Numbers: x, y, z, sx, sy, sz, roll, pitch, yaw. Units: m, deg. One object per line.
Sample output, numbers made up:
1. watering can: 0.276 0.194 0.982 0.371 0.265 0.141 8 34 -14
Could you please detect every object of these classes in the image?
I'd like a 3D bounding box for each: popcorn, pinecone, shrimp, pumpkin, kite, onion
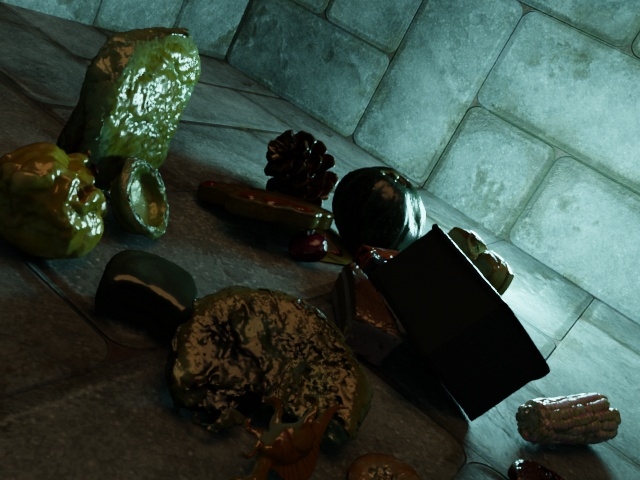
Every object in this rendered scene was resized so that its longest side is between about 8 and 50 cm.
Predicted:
1. popcorn: -0.486 -0.063 1.175 0.190 0.191 0.254 49 15 14
2. pinecone: -0.067 -0.228 2.055 0.244 0.244 0.309 36 -19 21
3. shrimp: 0.111 0.406 1.013 0.133 0.051 0.187 -5 28 -27
4. pumpkin: 0.150 -0.085 1.971 0.293 0.263 0.197 46 24 29
5. kite: -0.001 0.002 1.931 0.378 0.013 0.327 28 20 -4
6. onion: -0.033 0.014 1.734 0.107 0.097 0.107 -2 20 1

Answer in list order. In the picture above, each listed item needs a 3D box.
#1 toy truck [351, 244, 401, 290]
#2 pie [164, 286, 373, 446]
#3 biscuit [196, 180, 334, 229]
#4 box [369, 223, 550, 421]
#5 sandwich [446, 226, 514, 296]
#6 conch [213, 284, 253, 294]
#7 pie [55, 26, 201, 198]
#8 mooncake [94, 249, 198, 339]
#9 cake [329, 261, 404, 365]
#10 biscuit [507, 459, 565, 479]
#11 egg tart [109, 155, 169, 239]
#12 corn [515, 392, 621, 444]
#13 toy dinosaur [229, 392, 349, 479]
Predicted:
1. toy truck: 0.171 0.080 1.822 0.253 0.107 0.114 10 25 -45
2. pie: -0.077 0.208 1.097 0.372 0.078 0.296 16 42 -23
3. biscuit: -0.148 -0.101 1.789 0.382 0.074 0.359 15 5 -10
4. box: 0.299 0.174 1.460 0.251 0.205 0.345 52 5 -31
5. sandwich: 0.399 0.109 1.840 0.095 0.248 0.273 20 21 -28
6. conch: -0.143 0.147 1.241 0.153 0.102 0.135 4 45 -51
7. pie: -0.440 -0.299 1.476 0.181 0.417 0.395 30 18 6
8. mooncake: -0.303 0.099 1.132 0.175 0.104 0.168 37 18 19
9. cake: 0.076 0.155 1.482 0.113 0.115 0.295 20 21 -25
10. biscuit: 0.435 0.492 1.221 0.192 0.049 0.192 30 20 -13
11. egg tart: -0.400 -0.089 1.413 0.078 0.197 0.197 -13 17 9
12. corn: 0.569 0.417 1.500 0.335 0.126 0.126 8 27 -37
13. toy dinosaur: -0.033 0.300 0.957 0.212 0.057 0.142 9 62 -26
